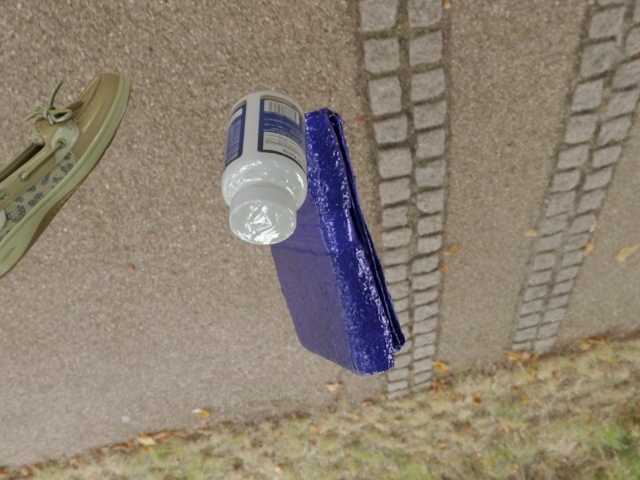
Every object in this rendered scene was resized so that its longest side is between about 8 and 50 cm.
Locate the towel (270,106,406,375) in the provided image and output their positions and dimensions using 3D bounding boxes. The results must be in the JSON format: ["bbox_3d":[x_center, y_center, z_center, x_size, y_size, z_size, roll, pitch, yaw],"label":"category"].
[{"bbox_3d":[0.000,0.000,0.724,0.076,0.228,0.308,-19,100,-23],"label":"towel"}]

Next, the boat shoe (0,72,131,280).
[{"bbox_3d":[-0.322,-0.085,0.656,0.089,0.105,0.285,38,81,-31],"label":"boat shoe"}]

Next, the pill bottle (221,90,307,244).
[{"bbox_3d":[-0.044,-0.058,0.461,0.067,0.120,0.067,-1,140,-1],"label":"pill bottle"}]
